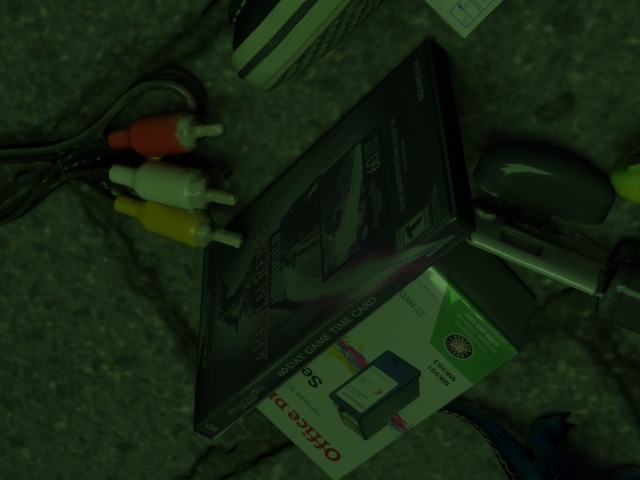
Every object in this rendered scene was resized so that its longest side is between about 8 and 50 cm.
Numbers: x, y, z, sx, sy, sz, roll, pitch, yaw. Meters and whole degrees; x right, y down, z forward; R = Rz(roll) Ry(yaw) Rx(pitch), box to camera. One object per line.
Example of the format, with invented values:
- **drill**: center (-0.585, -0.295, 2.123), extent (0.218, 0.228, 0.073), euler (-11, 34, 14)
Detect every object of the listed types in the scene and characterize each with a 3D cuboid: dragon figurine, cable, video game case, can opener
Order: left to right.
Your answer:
- **cable**: center (-0.193, -0.064, 1.011), extent (0.287, 0.072, 0.140), euler (1, 111, 19)
- **video game case**: center (0.000, 0.000, 0.912), extent (0.026, 0.196, 0.274), euler (32, 125, -28)
- **dragon figurine**: center (0.190, 0.219, 0.984), extent (0.289, 0.144, 0.085), euler (33, 121, 0)
- **can opener**: center (0.239, 0.015, 0.904), extent (0.283, 0.076, 0.095), euler (22, 122, 6)

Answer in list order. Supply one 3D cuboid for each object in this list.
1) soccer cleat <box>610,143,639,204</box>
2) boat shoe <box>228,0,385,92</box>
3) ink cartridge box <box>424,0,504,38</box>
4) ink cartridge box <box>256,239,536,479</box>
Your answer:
- **soccer cleat**: center (0.340, -0.052, 0.826), extent (0.289, 0.093, 0.121), euler (-14, 113, 24)
- **boat shoe**: center (0.062, -0.314, 0.740), extent (0.156, 0.187, 0.500), euler (34, 117, 5)
- **ink cartridge box**: center (0.156, -0.225, 0.795), extent (0.046, 0.097, 0.207), euler (44, 122, -5)
- **ink cartridge box**: center (0.039, 0.071, 0.991), extent (0.154, 0.093, 0.212), euler (45, 123, -8)
